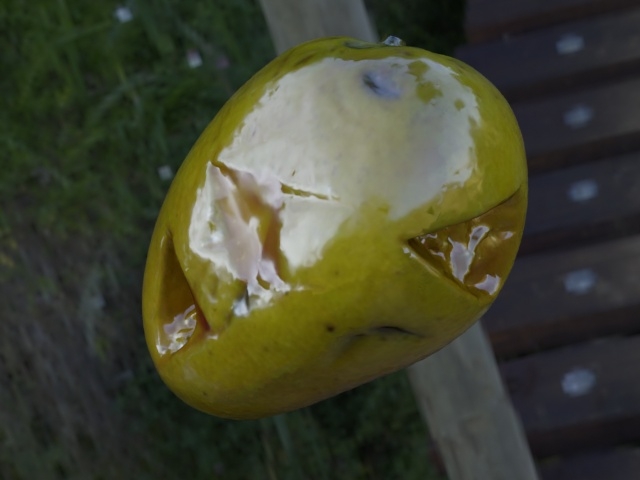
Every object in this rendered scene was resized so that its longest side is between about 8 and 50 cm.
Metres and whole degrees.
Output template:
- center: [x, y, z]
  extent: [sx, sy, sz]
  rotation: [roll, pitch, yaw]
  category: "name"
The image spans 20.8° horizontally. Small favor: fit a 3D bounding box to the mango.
- center: [0.000, 0.000, 1.320]
  extent: [0.182, 0.253, 0.365]
  rotation: [-1, -37, -49]
  category: "mango"
